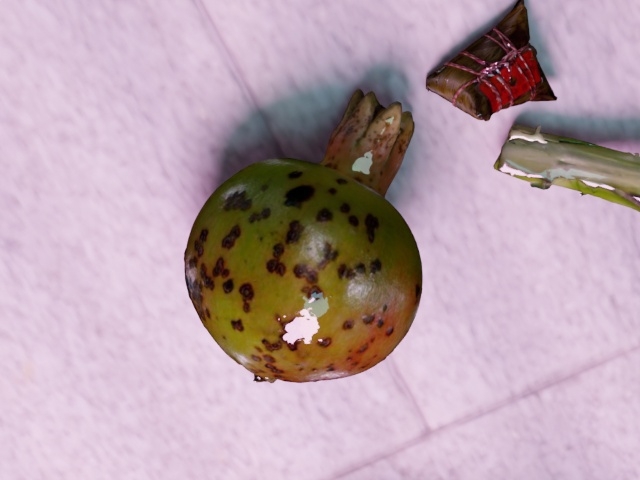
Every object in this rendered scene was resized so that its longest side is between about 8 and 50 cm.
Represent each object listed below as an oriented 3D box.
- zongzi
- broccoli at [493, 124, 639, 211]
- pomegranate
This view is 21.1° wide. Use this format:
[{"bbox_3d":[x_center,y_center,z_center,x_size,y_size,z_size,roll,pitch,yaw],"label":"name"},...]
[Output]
[{"bbox_3d":[0.120,-0.122,1.134,0.083,0.067,0.073,-12,113,-23],"label":"zongzi"},{"bbox_3d":[0.220,-0.035,1.178,0.204,0.118,0.122,20,149,-3],"label":"broccoli"},{"bbox_3d":[0.000,0.000,1.130,0.159,0.159,0.205,29,85,-24],"label":"pomegranate"}]
